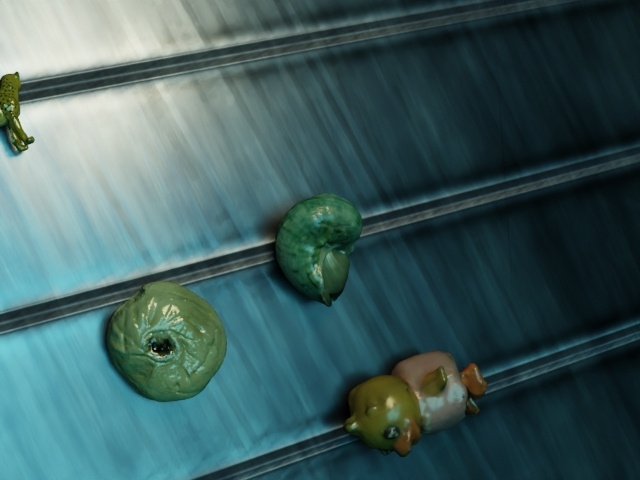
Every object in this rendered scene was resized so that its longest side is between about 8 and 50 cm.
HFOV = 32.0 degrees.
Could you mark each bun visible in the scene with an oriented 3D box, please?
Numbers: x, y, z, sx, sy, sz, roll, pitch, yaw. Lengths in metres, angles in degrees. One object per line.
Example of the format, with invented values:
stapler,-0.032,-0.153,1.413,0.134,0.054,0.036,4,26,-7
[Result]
bun,-0.266,0.182,1.990,0.221,0.108,0.221,2,85,-25

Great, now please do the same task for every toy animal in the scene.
toy animal,0.171,0.315,2.157,0.281,0.195,0.169,-25,57,-28
toy animal,-0.582,-0.203,1.906,0.181,0.073,0.136,-20,86,-12

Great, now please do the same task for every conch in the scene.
conch,0.000,-0.003,2.118,0.202,0.134,0.196,-53,148,-24
